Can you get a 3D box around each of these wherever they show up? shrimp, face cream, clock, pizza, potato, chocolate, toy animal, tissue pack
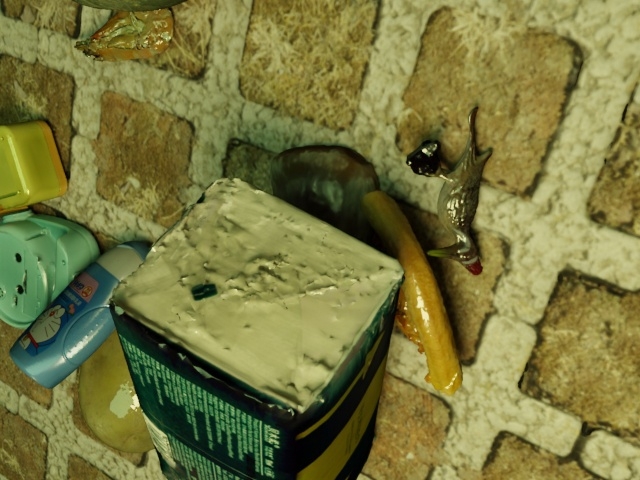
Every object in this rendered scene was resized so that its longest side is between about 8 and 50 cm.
[{"bbox_3d":[-0.294,-0.309,1.030,0.184,0.043,0.091,-12,92,25],"label":"shrimp"},{"bbox_3d":[-0.365,0.107,1.088,0.149,0.264,0.083,24,157,45],"label":"face cream"},{"bbox_3d":[-0.545,-0.121,1.188,0.202,0.096,0.143,-9,103,32],"label":"clock"},{"bbox_3d":[0.113,0.065,0.871,0.271,0.056,0.134,70,164,-12],"label":"pizza"},{"bbox_3d":[-0.316,0.233,1.137,0.178,0.160,0.235,-20,78,-4],"label":"potato"},{"bbox_3d":[-0.520,0.062,1.230,0.274,0.094,0.223,17,111,23],"label":"clock"},{"bbox_3d":[-0.002,0.000,0.934,0.157,0.080,0.254,4,107,28],"label":"chocolate"},{"bbox_3d":[0.166,-0.053,0.836,0.105,0.070,0.202,-13,97,6],"label":"toy animal"},{"bbox_3d":[-0.069,0.168,0.840,0.264,0.253,0.416,25,144,19],"label":"tissue pack"}]

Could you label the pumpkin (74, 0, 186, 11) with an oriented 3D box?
[{"bbox_3d":[-0.237,-0.452,0.826,0.291,0.257,0.327,34,126,30],"label":"pumpkin"}]
